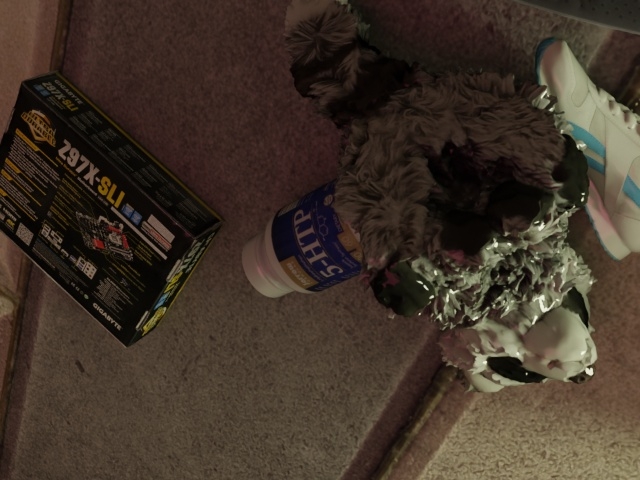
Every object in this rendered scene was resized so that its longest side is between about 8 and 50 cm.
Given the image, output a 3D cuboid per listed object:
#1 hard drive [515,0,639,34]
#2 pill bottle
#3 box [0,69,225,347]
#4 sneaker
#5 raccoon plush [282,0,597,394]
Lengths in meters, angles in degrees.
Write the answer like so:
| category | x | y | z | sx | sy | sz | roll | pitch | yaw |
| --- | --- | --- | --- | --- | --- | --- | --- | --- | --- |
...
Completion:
| category | x | y | z | sx | sy | sz | roll | pitch | yaw |
| --- | --- | --- | --- | --- | --- | --- | --- | --- | --- |
| hard drive | 0.228 | -0.274 | 0.617 | 0.255 | 0.054 | 0.172 | 21 | 141 | 13 |
| pill bottle | 0.000 | 0.000 | 0.872 | 0.187 | 0.112 | 0.112 | -27 | 99 | 35 |
| box | -0.323 | -0.037 | 1.053 | 0.322 | 0.079 | 0.257 | 41 | 124 | 5 |
| sneaker | 0.274 | -0.095 | 0.700 | 0.092 | 0.087 | 0.228 | -25 | 106 | 26 |
| raccoon plush | 0.142 | -0.052 | 0.769 | 0.216 | 0.446 | 0.299 | -22 | 146 | 10 |
